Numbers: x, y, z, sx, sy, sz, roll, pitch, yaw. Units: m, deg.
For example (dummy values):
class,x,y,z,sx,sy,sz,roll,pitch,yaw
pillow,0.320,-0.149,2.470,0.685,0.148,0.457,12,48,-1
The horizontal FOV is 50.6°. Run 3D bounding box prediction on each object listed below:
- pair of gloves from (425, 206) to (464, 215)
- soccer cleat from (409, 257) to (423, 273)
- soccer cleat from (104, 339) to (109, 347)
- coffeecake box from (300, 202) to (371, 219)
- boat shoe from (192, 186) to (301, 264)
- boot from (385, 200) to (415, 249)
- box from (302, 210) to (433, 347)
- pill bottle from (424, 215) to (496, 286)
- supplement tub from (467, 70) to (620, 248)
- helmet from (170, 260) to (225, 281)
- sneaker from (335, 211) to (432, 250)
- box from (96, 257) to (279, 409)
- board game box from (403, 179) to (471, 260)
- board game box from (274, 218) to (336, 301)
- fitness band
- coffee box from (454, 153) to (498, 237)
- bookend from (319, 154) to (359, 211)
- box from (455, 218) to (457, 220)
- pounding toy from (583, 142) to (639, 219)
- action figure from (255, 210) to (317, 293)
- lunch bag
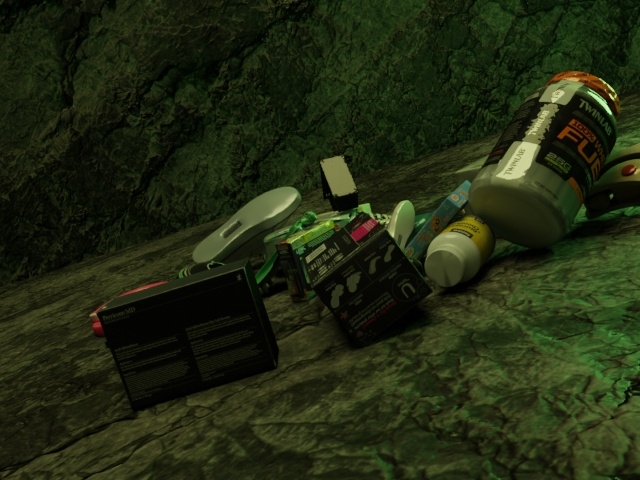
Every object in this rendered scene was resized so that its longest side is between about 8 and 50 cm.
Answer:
class,x,y,z,sx,sy,sz,roll,pitch,yaw
pair of gloves,0.376,-0.086,1.911,0.159,0.023,0.198,-9,12,46
soccer cleat,0.129,0.078,1.388,0.179,0.060,0.072,-16,19,41
soccer cleat,-0.366,0.179,1.367,0.121,0.093,0.289,-39,2,-26
coffeecake box,0.051,-0.061,2.126,0.185,0.068,0.142,-11,3,28
boat shoe,-0.192,-0.003,2.016,0.367,0.156,0.136,-40,43,-10
boot,0.153,-0.009,1.558,0.086,0.069,0.190,-11,46,43
box,0.075,0.062,1.216,0.163,0.142,0.247,-39,10,1
pill bottle,0.267,0.023,1.305,0.103,0.103,0.184,-11,12,32
supplement tub,0.460,-0.168,1.367,0.207,0.207,0.338,-1,49,57
helmet,-0.251,0.126,1.444,0.169,0.169,0.161,-18,28,-5
sneaker,0.129,-0.021,1.644,0.302,0.121,0.108,-20,14,16
box,-0.224,0.158,1.175,0.261,0.184,0.103,-16,11,2
board game box,0.241,-0.022,1.440,0.211,0.039,0.160,-56,-11,30
board game box,-0.018,0.044,1.549,0.048,0.141,0.170,-8,13,39
fitness band,-0.503,0.181,1.858,0.209,0.054,0.291,-14,12,16
coffee box,0.458,-0.130,1.611,0.119,0.168,0.297,-7,14,44
bookend,0.056,-0.129,1.907,0.072,0.157,0.156,-15,51,-6
box,0.309,-0.021,1.666,0.137,0.027,0.094,-18,12,-4
pounding toy,0.677,-0.101,1.382,0.269,0.155,0.154,-22,35,31
action figure,-0.080,0.023,1.648,0.232,0.063,0.137,-55,-1,22
lunch bag,-0.006,-0.005,1.868,0.279,0.107,0.224,-14,5,5
